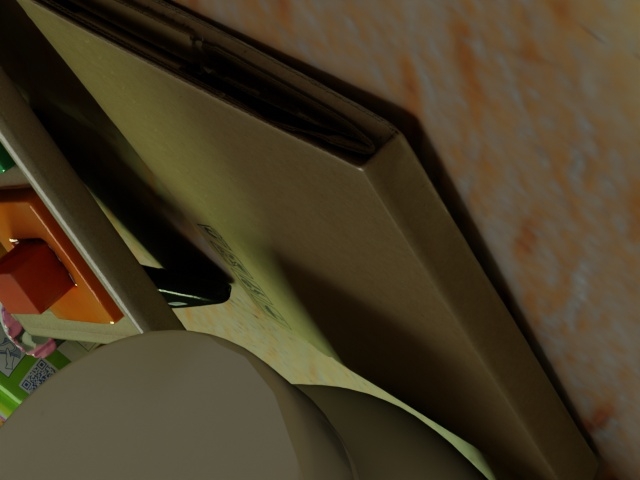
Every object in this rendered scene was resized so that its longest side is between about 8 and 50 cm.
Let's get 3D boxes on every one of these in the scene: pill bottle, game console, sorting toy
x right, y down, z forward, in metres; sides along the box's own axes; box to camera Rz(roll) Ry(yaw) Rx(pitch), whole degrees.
[{"bbox_3d":[0.013,0.171,0.648,0.188,0.188,0.334,28,167,42],"label":"pill bottle"},{"bbox_3d":[-0.100,-0.011,0.811,0.107,0.071,0.122,12,174,-15],"label":"game console"},{"bbox_3d":[-0.149,-0.020,0.703,0.348,0.047,0.196,56,158,-18],"label":"sorting toy"}]

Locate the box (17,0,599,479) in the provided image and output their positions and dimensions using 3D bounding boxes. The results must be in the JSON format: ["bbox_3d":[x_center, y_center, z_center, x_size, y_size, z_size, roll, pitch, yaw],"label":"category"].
[{"bbox_3d":[0.000,0.000,0.550,0.164,0.021,0.201,29,163,39],"label":"box"}]

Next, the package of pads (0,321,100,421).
[{"bbox_3d":[-0.231,0.049,1.179,0.229,0.101,0.296,37,166,8],"label":"package of pads"}]

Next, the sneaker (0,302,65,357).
[{"bbox_3d":[-0.177,-0.007,0.953,0.077,0.072,0.178,46,164,35],"label":"sneaker"}]
